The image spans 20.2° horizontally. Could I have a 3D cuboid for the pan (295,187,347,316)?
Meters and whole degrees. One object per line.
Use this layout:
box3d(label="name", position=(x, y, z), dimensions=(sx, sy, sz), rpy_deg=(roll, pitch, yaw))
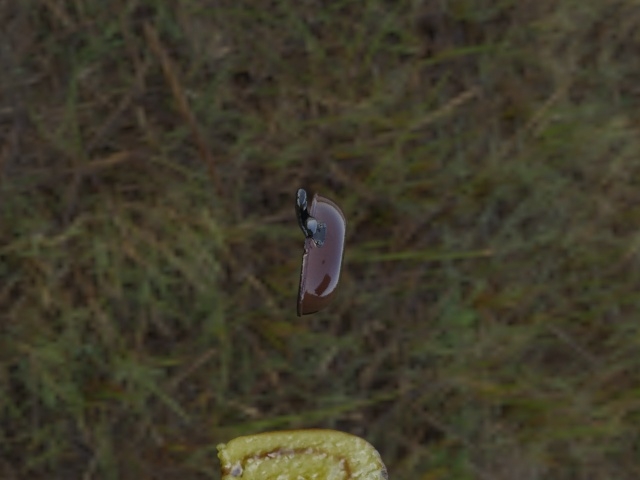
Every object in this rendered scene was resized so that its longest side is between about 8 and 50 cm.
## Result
box3d(label="pan", position=(0.001, 0.000, 0.939), dimensions=(0.115, 0.023, 0.068), rpy_deg=(84, 15, -70))

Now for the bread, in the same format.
box3d(label="bread", position=(0.002, 0.221, 1.350), dimensions=(0.172, 0.132, 0.103), rpy_deg=(70, 20, -48))
